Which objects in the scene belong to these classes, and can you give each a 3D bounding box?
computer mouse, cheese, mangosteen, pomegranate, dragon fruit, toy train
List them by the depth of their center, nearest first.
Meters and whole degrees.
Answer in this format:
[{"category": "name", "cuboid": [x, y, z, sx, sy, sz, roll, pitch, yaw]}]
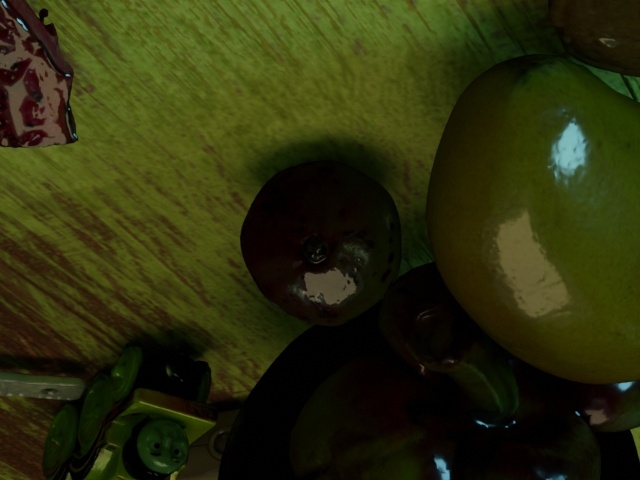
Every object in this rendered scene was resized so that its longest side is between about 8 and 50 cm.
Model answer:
[{"category": "dragon fruit", "cuboid": [-0.285, -0.133, 1.108, 0.261, 0.163, 0.189, -3, -173, -6]}, {"category": "pomegranate", "cuboid": [-0.004, -0.006, 1.415, 0.129, 0.129, 0.159, 12, -166, -24]}, {"category": "mangosteen", "cuboid": [0.107, 0.187, 1.552, 0.382, 0.382, 0.435, 5, 127, -12]}, {"category": "cheese", "cuboid": [-0.354, 0.133, 1.722, 0.255, 0.050, 0.127, 4, 151, -15]}, {"category": "toy train", "cuboid": [-0.196, 0.210, 1.764, 0.100, 0.161, 0.296, 18, 148, -21]}, {"category": "computer mouse", "cuboid": [-0.063, 0.228, 1.887, 0.236, 0.082, 0.145, -8, 153, 16]}]

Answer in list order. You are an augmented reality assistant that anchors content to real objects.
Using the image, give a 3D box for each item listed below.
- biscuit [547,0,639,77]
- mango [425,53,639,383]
[{"category": "biscuit", "cuboid": [0.280, -0.178, 1.151, 0.273, 0.049, 0.257, -10, 152, 12]}, {"category": "mango", "cuboid": [0.187, -0.014, 1.297, 0.173, 0.211, 0.317, 31, 176, 45]}]
